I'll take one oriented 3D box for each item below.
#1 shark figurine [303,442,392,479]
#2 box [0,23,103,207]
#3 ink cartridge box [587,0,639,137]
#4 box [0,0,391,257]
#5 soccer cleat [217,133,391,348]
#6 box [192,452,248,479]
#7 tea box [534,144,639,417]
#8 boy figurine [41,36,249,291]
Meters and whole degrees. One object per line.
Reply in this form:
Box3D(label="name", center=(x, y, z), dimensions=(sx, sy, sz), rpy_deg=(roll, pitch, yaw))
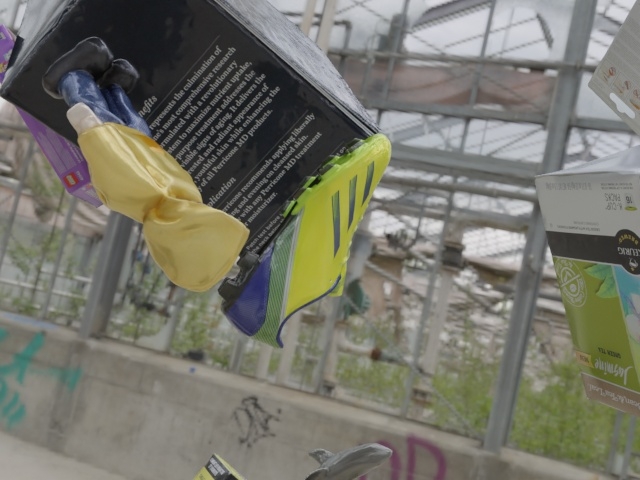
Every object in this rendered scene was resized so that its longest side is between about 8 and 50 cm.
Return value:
Box3D(label="shark figurine", center=(-0.005, 0.468, 1.438), dimensions=(0.166, 0.278, 0.116), rpy_deg=(16, -18, 32))
Box3D(label="box", center=(-0.453, -0.201, 1.367), dimensions=(0.293, 0.057, 0.201), rpy_deg=(58, -4, 1))
Box3D(label="ink cartridge box", center=(0.497, -0.255, 1.208), dimensions=(0.045, 0.145, 0.179), rpy_deg=(-25, -27, -23))
Box3D(label="box", center=(-0.202, -0.276, 1.291), dimensions=(0.472, 0.297, 0.480), rpy_deg=(38, 15, -30))
Box3D(label="soccer cleat", center=(0.000, 0.000, 0.964), dimensions=(0.121, 0.289, 0.093), rpy_deg=(40, -2, -8))
Box3D(label="box", center=(-0.119, 0.276, 0.585), dimensions=(0.087, 0.232, 0.058), rpy_deg=(45, -13, -13))
Box3D(label="tea box", center=(0.495, 0.025, 1.013), dimensions=(0.329, 0.323, 0.220), rpy_deg=(-17, 7, -15))
Box3D(label="boy figurine", center=(-0.171, -0.074, 0.776), dimensions=(0.285, 0.092, 0.177), rpy_deg=(51, 6, 30))
